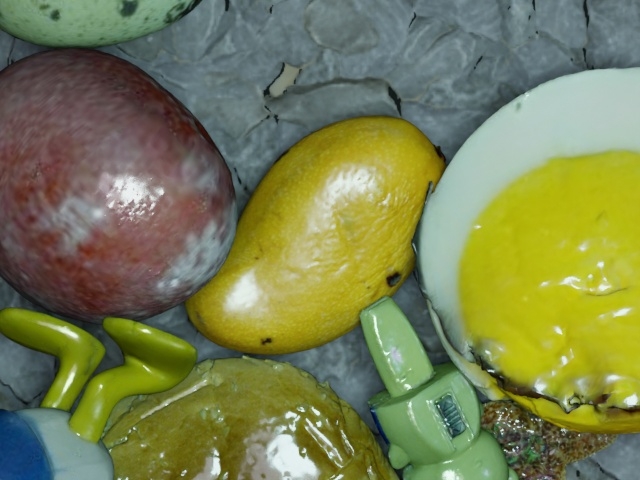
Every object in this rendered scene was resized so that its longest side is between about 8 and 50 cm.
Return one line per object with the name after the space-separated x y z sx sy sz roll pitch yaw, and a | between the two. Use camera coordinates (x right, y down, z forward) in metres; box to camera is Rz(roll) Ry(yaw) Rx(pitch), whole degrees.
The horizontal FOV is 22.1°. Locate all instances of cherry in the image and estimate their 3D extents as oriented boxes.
-0.189 -0.041 1.353 0.236 0.285 0.213 34 87 -43 | cherry

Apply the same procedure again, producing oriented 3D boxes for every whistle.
0.093 0.155 1.407 0.105 0.085 0.227 -30 98 -25 | whistle

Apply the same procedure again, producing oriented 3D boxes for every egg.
-0.197 -0.246 1.363 0.228 0.177 0.177 7 94 -15 | egg
0.257 0.025 1.389 0.337 0.201 0.337 -5 69 12 | egg

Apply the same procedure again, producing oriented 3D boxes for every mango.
0.000 -0.002 1.426 0.262 0.109 0.157 -40 106 4 | mango

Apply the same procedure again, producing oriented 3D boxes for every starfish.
0.193 0.175 1.485 0.150 0.053 0.209 14 90 -16 | starfish

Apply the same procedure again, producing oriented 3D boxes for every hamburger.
-0.038 0.230 1.430 0.211 0.132 0.309 -35 94 3 | hamburger

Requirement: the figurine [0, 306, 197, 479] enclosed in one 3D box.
-0.278 0.196 1.238 0.283 0.205 0.338 30 68 -37 | figurine
